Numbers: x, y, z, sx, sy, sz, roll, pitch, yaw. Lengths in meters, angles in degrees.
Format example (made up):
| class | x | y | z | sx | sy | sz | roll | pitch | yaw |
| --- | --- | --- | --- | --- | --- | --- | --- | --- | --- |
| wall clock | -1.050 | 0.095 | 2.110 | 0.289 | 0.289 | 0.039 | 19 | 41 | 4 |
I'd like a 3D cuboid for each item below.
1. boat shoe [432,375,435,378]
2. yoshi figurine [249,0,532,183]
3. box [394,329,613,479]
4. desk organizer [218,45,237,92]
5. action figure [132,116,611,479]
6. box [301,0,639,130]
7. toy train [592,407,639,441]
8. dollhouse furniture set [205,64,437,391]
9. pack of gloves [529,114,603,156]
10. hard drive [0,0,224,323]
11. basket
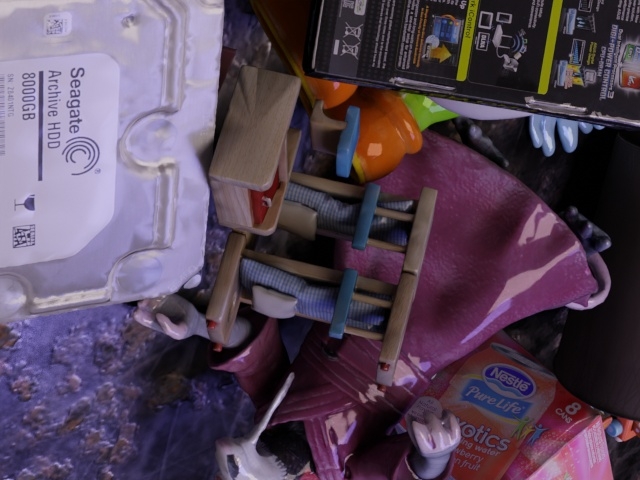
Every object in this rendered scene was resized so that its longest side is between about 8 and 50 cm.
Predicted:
| class | x | y | z | sx | sy | sz | roll | pitch | yaw |
| --- | --- | --- | --- | --- | --- | --- | --- | --- | --- |
| boat shoe | 0.067 | 0.103 | 1.186 | 0.219 | 0.070 | 0.078 | -46 | 141 | -2 |
| yoshi figurine | 0.128 | -0.211 | 0.941 | 0.362 | 0.203 | 0.203 | -30 | 101 | 0 |
| box | 0.194 | 0.248 | 1.360 | 0.142 | 0.154 | 0.300 | -37 | 139 | -13 |
| desk organizer | -0.119 | -0.115 | 0.853 | 0.130 | 0.047 | 0.050 | 7 | 115 | -45 |
| action figure | 0.033 | 0.078 | 1.077 | 0.370 | 0.248 | 0.276 | -51 | 163 | 3 |
| box | 0.115 | -0.213 | 0.815 | 0.216 | 0.060 | 0.270 | 8 | 95 | -8 |
| toy train | 0.322 | 0.201 | 1.521 | 0.166 | 0.046 | 0.125 | -15 | 131 | -34 |
| dollhouse furniture set | 0.000 | 0.000 | 0.869 | 0.184 | 0.129 | 0.129 | 88 | 16 | -70 |
| pack of gloves | 0.267 | -0.176 | 1.154 | 0.195 | 0.046 | 0.232 | -23 | 136 | -26 |
| hard drive | -0.223 | -0.051 | 0.751 | 0.338 | 0.064 | 0.237 | -9 | 129 | -24 |
| basket | 0.309 | 0.022 | 1.241 | 0.204 | 0.154 | 0.227 | -39 | 140 | -68 |
